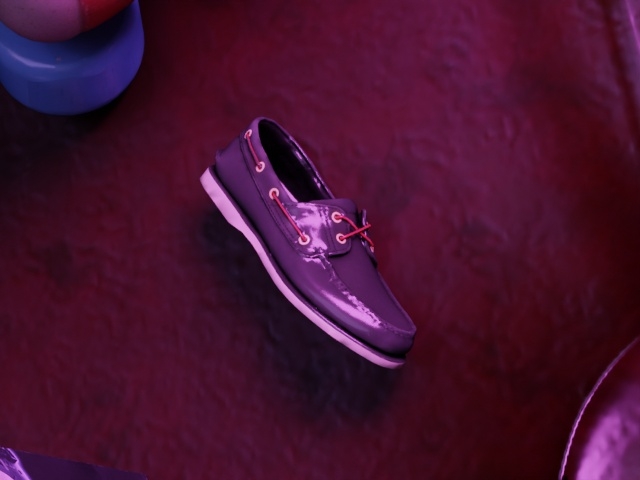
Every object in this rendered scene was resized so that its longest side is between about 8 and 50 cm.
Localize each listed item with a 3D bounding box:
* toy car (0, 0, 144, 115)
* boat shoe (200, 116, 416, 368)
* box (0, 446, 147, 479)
[{"bbox_3d":[-0.069,-0.212,0.784,0.238,0.219,0.210,-24,63,-11],"label":"toy car"},{"bbox_3d":[-0.001,0.000,0.748,0.042,0.049,0.133,-50,56,17],"label":"boat shoe"},{"bbox_3d":[-0.159,0.169,0.730,0.180,0.147,0.077,-40,63,14],"label":"box"}]
